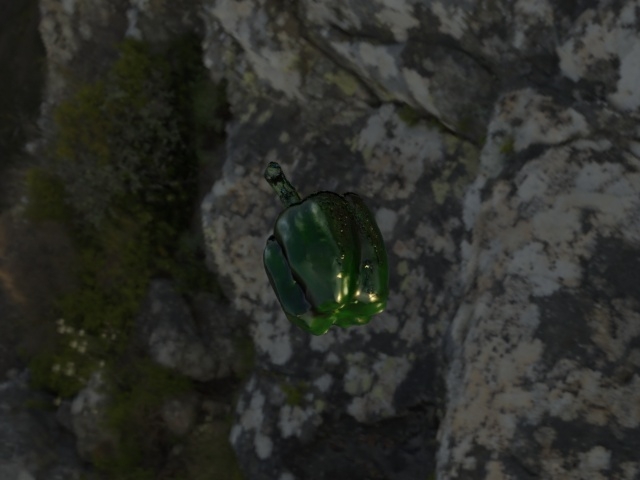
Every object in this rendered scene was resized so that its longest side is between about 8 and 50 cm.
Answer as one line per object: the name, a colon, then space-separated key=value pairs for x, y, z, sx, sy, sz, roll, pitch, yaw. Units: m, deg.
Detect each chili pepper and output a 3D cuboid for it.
chili pepper: x=0.000 y=0.000 z=1.396 sx=0.174 sy=0.165 sz=0.261 roll=103 pitch=154 yaw=-54
